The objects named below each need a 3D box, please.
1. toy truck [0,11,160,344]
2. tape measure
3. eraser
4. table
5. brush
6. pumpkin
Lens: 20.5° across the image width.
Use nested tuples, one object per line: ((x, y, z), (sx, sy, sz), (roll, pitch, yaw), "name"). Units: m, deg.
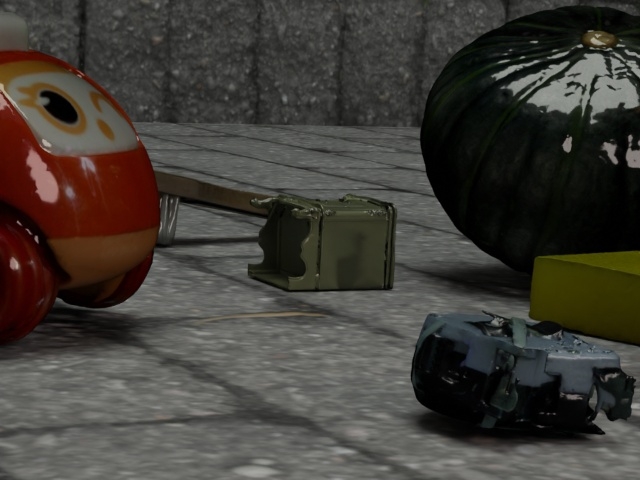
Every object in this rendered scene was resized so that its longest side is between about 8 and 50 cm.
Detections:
((-0.223, -0.071, 1.044), (0.265, 0.239, 0.189), (6, 8, 18), "toy truck")
((0.089, 0.063, 0.849), (0.091, 0.054, 0.094), (6, 7, -31), "tape measure")
((0.211, 0.035, 1.161), (0.097, 0.045, 0.122), (10, 9, 42), "eraser")
((0.000, 0.000, 1.279), (0.083, 0.062, 0.079), (-1, 8, -27), "table")
((-0.101, -0.021, 1.474), (0.327, 0.065, 0.070), (10, -4, -36), "brush")
((0.194, -0.063, 1.341), (0.250, 0.216, 0.250), (17, 34, -12), "pumpkin")
